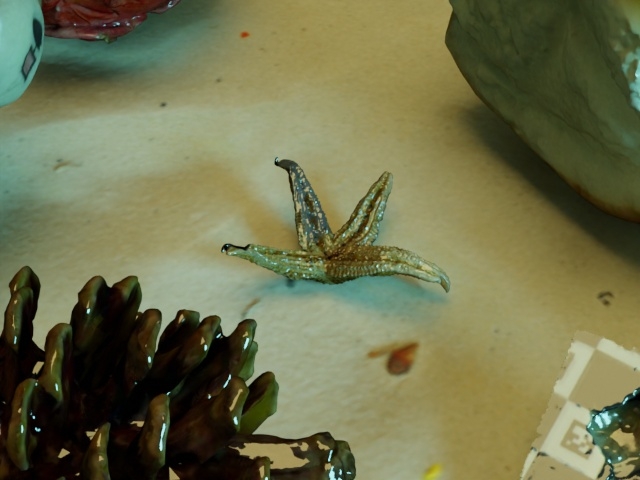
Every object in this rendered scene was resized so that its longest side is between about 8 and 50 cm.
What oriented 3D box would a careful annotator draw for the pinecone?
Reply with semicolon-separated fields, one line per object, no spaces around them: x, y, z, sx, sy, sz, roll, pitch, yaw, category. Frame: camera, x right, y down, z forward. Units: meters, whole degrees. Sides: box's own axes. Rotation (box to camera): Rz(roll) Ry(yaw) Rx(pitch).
-0.095;0.106;0.727;0.212;0.168;0.185;6;54;-15;pinecone

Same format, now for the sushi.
0.202;0.141;0.786;0.201;0.031;0.139;19;72;16;sushi

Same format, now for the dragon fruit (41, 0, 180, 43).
-0.170;-0.259;1.067;0.241;0.240;0.252;6;12;6;dragon fruit

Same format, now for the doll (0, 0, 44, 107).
-0.248;-0.075;0.845;0.174;0.235;0.329;8;75;14;doll

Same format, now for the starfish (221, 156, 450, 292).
-0.001;0.003;0.924;0.130;0.041;0.133;-13;43;-23;starfish

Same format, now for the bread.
0.229;-0.148;0.953;0.279;0.225;0.250;-22;46;-26;bread
